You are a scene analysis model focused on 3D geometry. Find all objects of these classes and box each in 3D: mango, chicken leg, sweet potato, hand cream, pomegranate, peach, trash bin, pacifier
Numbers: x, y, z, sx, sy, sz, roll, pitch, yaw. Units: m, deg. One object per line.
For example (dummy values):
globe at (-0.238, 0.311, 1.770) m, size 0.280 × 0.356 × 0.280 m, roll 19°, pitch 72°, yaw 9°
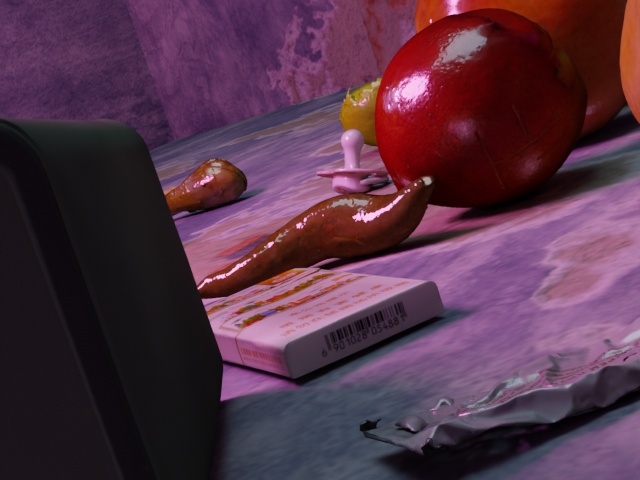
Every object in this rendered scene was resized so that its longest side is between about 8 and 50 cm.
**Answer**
mango at (0.116, -0.190, 1.893) m, size 0.179 × 0.100 × 0.119 m, roll -14°, pitch 1°, yaw 3°
chicken leg at (-0.191, -0.066, 1.922) m, size 0.178 × 0.070 × 0.093 m, roll -27°, pitch 1°, yaw 15°
sweet potato at (-0.001, 0.000, 1.172) m, size 0.250 × 0.059 × 0.069 m, roll -21°, pitch 21°, yaw 18°
hand cream at (0.145, 0.046, 0.637) m, size 0.257 × 0.050 × 0.084 m, roll -28°, pitch 9°, yaw -13°
pomegranate at (0.242, -0.225, 1.403) m, size 0.271 × 0.252 × 0.229 m, roll -20°, pitch -11°, yaw 7°
peach at (0.139, -0.114, 1.181) m, size 0.197 × 0.197 × 0.197 m, roll -18°, pitch 9°, yaw 3°
trash bin at (-0.146, 0.052, 0.679) m, size 0.158 × 0.222 × 0.343 m, roll -18°, pitch 7°, yaw 5°
pacifier at (0.042, -0.095, 1.570) m, size 0.082 × 0.078 × 0.099 m, roll 0°, pitch -3°, yaw -31°

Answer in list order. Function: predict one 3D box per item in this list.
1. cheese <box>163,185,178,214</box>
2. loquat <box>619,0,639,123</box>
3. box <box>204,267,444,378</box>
cheese at (-0.245, -0.062, 2.043) m, size 0.060 × 0.041 × 0.084 m, roll -27°, pitch 13°, yaw -30°
loquat at (0.321, -0.146, 0.951) m, size 0.208 × 0.208 × 0.208 m, roll -18°, pitch 9°, yaw 3°
box at (-0.017, 0.055, 0.941) m, size 0.122 × 0.032 × 0.220 m, roll -23°, pitch 10°, yaw -23°
